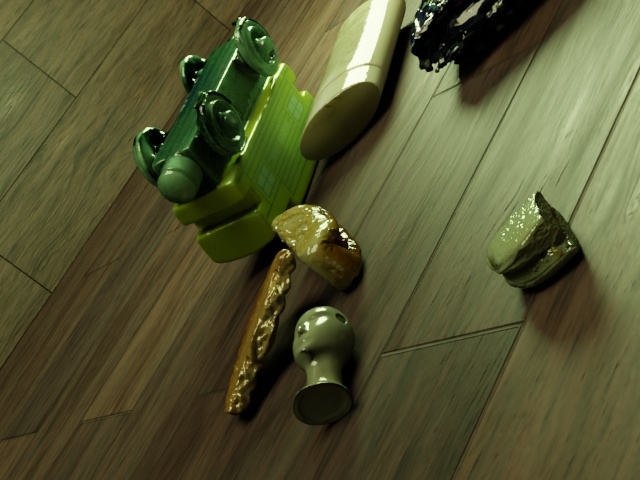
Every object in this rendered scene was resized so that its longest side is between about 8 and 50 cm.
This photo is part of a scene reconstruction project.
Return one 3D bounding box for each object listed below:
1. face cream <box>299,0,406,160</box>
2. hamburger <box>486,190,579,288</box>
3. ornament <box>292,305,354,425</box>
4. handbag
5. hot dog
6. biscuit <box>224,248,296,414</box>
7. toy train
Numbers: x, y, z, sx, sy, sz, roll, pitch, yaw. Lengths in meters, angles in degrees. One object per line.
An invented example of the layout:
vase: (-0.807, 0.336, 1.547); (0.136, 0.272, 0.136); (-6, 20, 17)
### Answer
face cream: (0.059, -0.283, 2.092); (0.173, 0.081, 0.348); (-40, 21, 34)
hamburger: (0.203, 0.004, 1.225); (0.084, 0.054, 0.121); (-50, 14, 19)
ornament: (0.002, 0.135, 1.418); (0.075, 0.081, 0.156); (-37, 26, 25)
handbag: (0.227, -0.353, 1.772); (0.260, 0.113, 0.162); (-46, 12, 21)
hot dog: (0.000, 0.000, 1.680); (0.073, 0.084, 0.242); (-47, 17, 0)
biscuit: (-0.081, 0.125, 1.641); (0.144, 0.033, 0.224); (144, 146, -78)
toy train: (-0.133, -0.163, 2.018); (0.179, 0.272, 0.442); (-24, 29, 29)
